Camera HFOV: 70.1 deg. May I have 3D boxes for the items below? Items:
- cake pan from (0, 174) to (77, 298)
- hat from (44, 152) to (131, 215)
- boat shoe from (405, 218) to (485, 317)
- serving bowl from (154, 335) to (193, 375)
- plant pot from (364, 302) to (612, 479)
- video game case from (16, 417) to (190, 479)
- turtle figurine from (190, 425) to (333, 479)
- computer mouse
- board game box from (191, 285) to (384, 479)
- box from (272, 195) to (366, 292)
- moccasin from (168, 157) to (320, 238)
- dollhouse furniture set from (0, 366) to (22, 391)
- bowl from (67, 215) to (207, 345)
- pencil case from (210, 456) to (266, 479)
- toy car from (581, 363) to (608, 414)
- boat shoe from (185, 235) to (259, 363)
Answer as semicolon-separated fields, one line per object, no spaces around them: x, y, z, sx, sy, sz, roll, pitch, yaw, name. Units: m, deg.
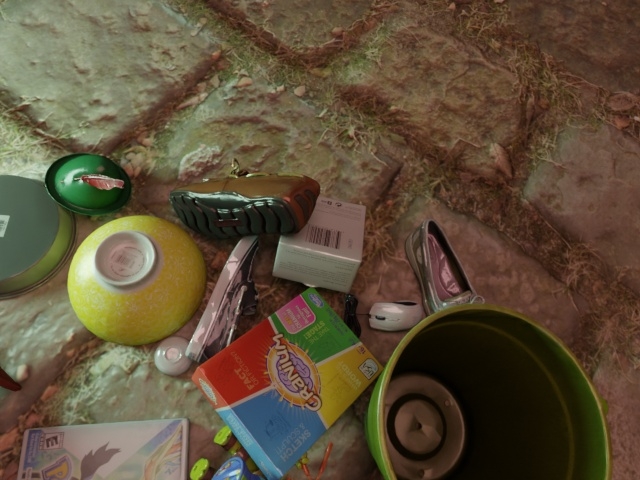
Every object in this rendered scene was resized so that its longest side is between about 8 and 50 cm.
-0.690;-0.020;0.986;0.292;0.054;0.294;4;67;-9;cake pan
-0.487;-0.168;0.989;0.208;0.183;0.173;28;51;-9;hat
0.301;0.104;1.073;0.118;0.103;0.321;-13;71;-14;boat shoe
-0.307;0.240;0.957;0.083;0.027;0.084;3;68;-8;serving bowl
0.233;0.338;0.830;0.365;0.353;0.367;4;67;-9;plant pot
-0.398;0.508;0.828;0.299;0.036;0.329;0;68;-10;video game case
-0.119;0.448;0.867;0.217;0.087;0.269;44;79;-12;turtle figurine
0.148;0.171;1.035;0.192;0.042;0.106;-1;101;-11;computer mouse
-0.053;0.266;0.910;0.242;0.064;0.316;47;48;11;board game box
0.000;0.000;1.031;0.180;0.119;0.182;13;46;-4;box
-0.175;-0.092;0.987;0.147;0.379;0.139;-55;129;-42;moccasin
-0.777;0.227;0.843;0.374;0.152;0.201;31;66;23;dollhouse furniture set
-0.389;0.060;0.949;0.289;0.156;0.290;3;67;-8;bowl
-0.060;0.495;0.755;0.306;0.133;0.119;40;67;-6;pencil case
0.471;0.351;0.982;0.188;0.155;0.149;-24;73;-8;toy car
-0.181;0.125;0.984;0.102;0.108;0.302;23;64;-6;boat shoe
